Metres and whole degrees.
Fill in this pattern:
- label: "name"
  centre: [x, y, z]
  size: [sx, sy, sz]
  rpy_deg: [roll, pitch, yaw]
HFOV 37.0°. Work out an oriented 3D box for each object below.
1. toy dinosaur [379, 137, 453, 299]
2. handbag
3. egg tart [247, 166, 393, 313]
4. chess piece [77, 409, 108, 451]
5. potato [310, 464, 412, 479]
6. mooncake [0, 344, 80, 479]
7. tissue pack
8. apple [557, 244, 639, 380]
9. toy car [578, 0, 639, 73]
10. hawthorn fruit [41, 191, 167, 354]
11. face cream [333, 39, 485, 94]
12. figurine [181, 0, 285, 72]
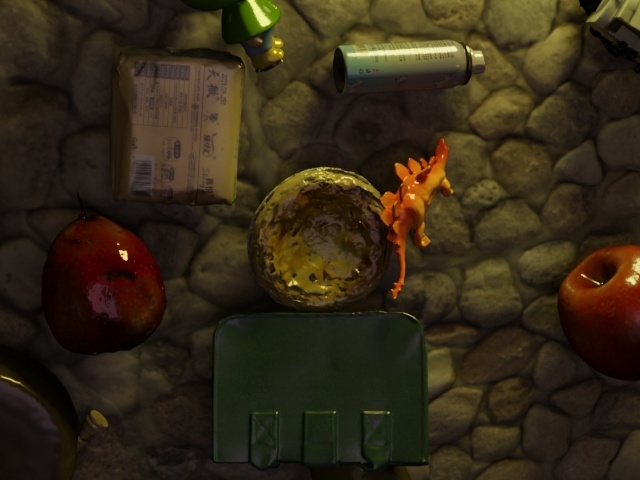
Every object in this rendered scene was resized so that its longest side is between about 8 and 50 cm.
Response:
- label: "toy dinosaur"
  centre: [0.136, -0.054, 1.442]
  size: [0.117, 0.070, 0.288]
  rpy_deg: [55, 50, -42]
- label: "handbag"
  centre: [0.001, 0.229, 1.448]
  size: [0.326, 0.089, 0.238]
  rpy_deg: [0, 79, 3]
- label: "egg tart"
  centre: [0.000, 0.000, 1.469]
  size: [0.234, 0.094, 0.234]
  rpy_deg: [-3, 105, -12]
- label: "chess piece"
  centre: [-0.375, 0.308, 1.487]
  size: [0.092, 0.035, 0.035]
  rpy_deg: [-45, 111, 4]
- label: "potato"
  centre: [0.068, 0.394, 1.560]
  size: [0.165, 0.165, 0.262]
  rpy_deg: [-23, 111, -8]
- label: "mooncake"
  centre: [-0.492, 0.294, 1.381]
  size: [0.284, 0.155, 0.284]
  rpy_deg: [-3, 103, -12]
- label: "tissue pack"
  centre: [-0.206, -0.164, 1.369]
  size: [0.186, 0.090, 0.222]
  rpy_deg: [0, 104, -12]
- label: "apple"
  centre: [0.506, 0.119, 1.574]
  size: [0.218, 0.218, 0.201]
  rpy_deg: [-40, 110, -1]
- label: "toy car"
  centre: [0.538, -0.421, 1.486]
  size: [0.193, 0.118, 0.301]
  rpy_deg: [32, 94, -18]
- label: "hawthorn fruit"
  centre: [-0.322, 0.047, 1.361]
  size: [0.181, 0.181, 0.235]
  rpy_deg: [-20, 97, -9]
- label: "face cream"
  centre: [0.137, -0.262, 1.441]
  size: [0.229, 0.075, 0.075]
  rpy_deg: [-6, 107, -13]
- label: "figurine"
  centre: [-0.129, -0.354, 1.304]
  size: [0.143, 0.162, 0.263]
  rpy_deg: [-20, 123, 14]
